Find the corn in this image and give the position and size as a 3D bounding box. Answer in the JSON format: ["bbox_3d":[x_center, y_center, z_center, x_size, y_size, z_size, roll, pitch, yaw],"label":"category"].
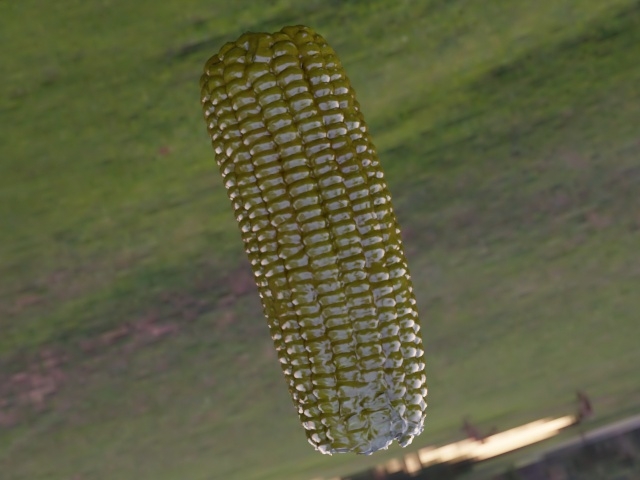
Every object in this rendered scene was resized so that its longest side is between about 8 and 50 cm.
[{"bbox_3d":[0.000,0.000,1.289,0.131,0.345,0.131,-17,177,-1],"label":"corn"}]
